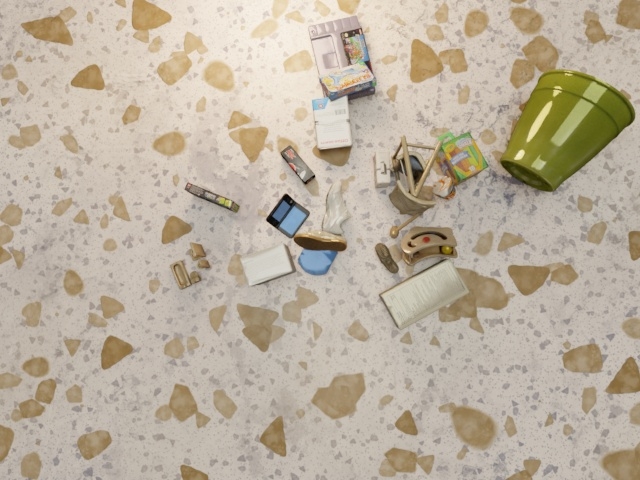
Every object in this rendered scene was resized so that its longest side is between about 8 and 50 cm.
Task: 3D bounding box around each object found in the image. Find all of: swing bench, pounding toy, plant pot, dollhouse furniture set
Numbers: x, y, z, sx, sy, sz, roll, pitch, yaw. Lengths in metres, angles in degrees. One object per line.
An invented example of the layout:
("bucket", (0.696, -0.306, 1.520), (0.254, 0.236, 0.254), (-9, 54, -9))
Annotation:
("swing bench", (0.360, -0.241, 1.578), (0.166, 0.253, 0.254), (8, 84, 3))
("pounding toy", (0.394, -0.002, 1.571), (0.270, 0.154, 0.154), (2, 46, 24))
("plant pot", (0.900, -0.393, 1.551), (0.367, 0.366, 0.352), (36, 99, 5))
("dollhouse furniture set", (-0.547, 0.107, 1.641), (0.151, 0.123, 0.144), (-25, 84, 0))

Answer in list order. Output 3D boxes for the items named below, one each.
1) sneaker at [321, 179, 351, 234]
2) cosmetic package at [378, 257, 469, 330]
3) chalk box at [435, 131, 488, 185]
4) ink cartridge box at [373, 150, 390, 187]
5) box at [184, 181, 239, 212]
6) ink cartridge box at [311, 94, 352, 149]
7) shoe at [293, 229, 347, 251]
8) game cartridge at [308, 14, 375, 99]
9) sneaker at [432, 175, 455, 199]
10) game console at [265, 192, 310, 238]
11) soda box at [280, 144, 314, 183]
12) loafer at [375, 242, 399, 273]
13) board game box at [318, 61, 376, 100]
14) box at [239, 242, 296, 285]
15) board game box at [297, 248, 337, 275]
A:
("sneaker", (0.075, -0.132, 1.669), (0.116, 0.090, 0.231), (10, 94, -4))
("cosmetic package", (0.408, 0.212, 1.604), (0.310, 0.113, 0.160), (-27, 84, 0))
("chalk box", (0.558, -0.348, 1.641), (0.133, 0.132, 0.212), (-28, 84, -1))
("ink cartridge box", (0.253, -0.292, 1.663), (0.056, 0.099, 0.135), (-2, 86, 1))
("box", (-0.448, -0.177, 1.669), (0.207, 0.114, 0.036), (22, 86, 4))
("ink cartridge box", (0.049, -0.487, 1.676), (0.149, 0.086, 0.202), (-6, 98, 2))
("shoe", (0.000, 0.000, 1.635), (0.219, 0.076, 0.058), (8, 43, 1))
("game cartridge", (0.094, -0.782, 1.737), (0.231, 0.068, 0.354), (-14, 84, 5))
("sneaker", (0.503, -0.200, 1.598), (0.084, 0.215, 0.083), (-33, 96, 25))
("game console", (-0.134, -0.101, 1.669), (0.085, 0.124, 0.144), (33, 86, 31))
("soda box", (-0.096, -0.320, 1.701), (0.060, 0.053, 0.169), (-39, 84, -2))
("loafer", (0.270, 0.077, 1.654), (0.056, 0.050, 0.147), (-25, 69, -4))
("board game box", (0.109, -0.653, 1.641), (0.201, 0.035, 0.136), (-20, 56, -6))
("box", (-0.203, 0.098, 1.601), (0.182, 0.181, 0.118), (-20, 85, 0))
("board game box", (-0.010, 0.063, 1.673), (0.133, 0.033, 0.168), (29, 87, 0))
